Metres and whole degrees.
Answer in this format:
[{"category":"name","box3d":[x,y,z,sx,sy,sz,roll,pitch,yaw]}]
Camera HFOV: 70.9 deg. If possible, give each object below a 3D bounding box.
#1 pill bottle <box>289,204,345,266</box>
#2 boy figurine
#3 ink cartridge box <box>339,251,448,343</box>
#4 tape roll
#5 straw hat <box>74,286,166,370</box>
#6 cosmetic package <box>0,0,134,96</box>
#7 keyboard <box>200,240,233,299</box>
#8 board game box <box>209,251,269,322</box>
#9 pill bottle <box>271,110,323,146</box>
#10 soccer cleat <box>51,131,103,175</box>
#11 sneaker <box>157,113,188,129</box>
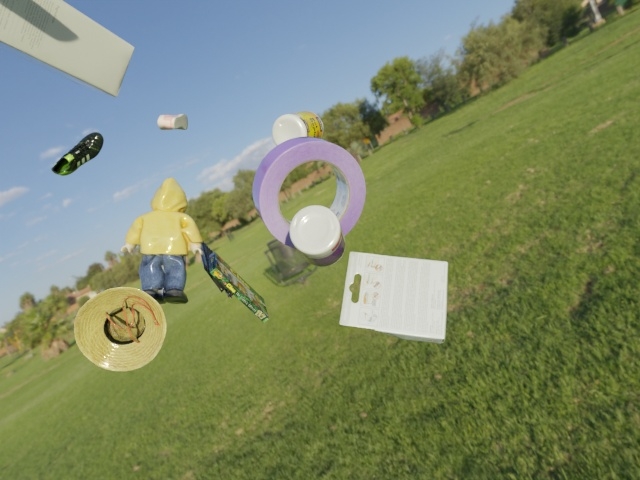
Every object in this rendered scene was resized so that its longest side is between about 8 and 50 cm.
[{"category":"pill bottle","box3d":[0.000,0.000,1.008,0.108,0.108,0.193,-27,-17,1]},{"category":"boy figurine","box3d":[-0.353,-0.003,1.007,0.177,0.285,0.092,-4,-19,-3]},{"category":"ink cartridge box","box3d":[0.174,0.129,1.045,0.232,0.189,0.066,4,-25,13]},{"category":"tape roll","box3d":[-0.028,-0.118,1.134,0.275,0.274,0.090,-28,27,-9]},{"category":"straw hat","box3d":[-0.311,0.133,0.726,0.145,0.144,0.061,-26,14,1]},{"category":"cosmetic package","box3d":[-0.682,-0.508,1.083,0.156,0.217,0.385,-67,-23,2]},{"category":"keyboard","box3d":[-0.396,0.111,1.715,0.033,0.201,0.317,-32,27,-6]},{"category":"board game box","box3d":[-0.272,0.156,1.502,0.030,0.259,0.136,-41,27,1]},{"category":"pill bottle","box3d":[-0.064,-0.356,1.458,0.117,0.117,0.215,-23,9,26]},{"category":"soccer cleat","box3d":[-0.723,-0.255,1.343,0.179,0.060,0.072,-40,11,5]},{"category":"sneaker","box3d":[-0.471,-0.376,1.426,0.070,0.051,0.134,4,17,4]}]
